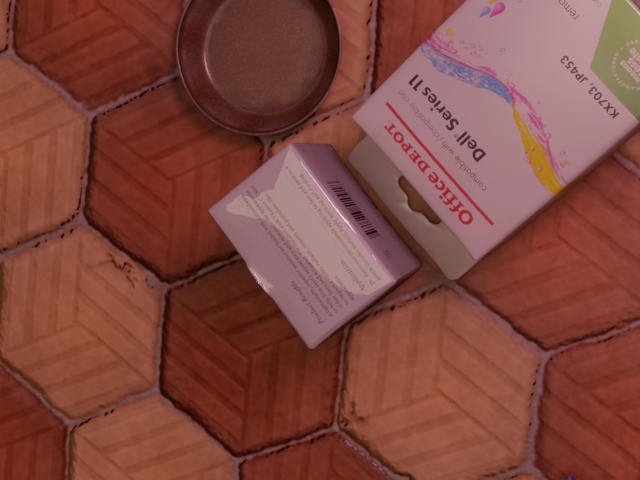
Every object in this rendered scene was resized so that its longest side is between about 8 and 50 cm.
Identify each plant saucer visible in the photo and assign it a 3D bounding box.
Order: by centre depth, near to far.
[{"bbox_3d":[-0.067,-0.219,1.255,0.198,0.036,0.198,2,95,16],"label":"plant saucer"}]

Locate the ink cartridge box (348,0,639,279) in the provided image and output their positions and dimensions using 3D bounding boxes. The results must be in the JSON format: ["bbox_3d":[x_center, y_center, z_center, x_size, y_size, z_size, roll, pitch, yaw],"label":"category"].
[{"bbox_3d":[0.183,-0.126,1.126,0.353,0.119,0.207,-44,81,24],"label":"ink cartridge box"}]

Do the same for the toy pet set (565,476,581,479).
[{"bbox_3d":[0.272,0.324,1.198,0.122,0.065,0.114,35,103,9],"label":"toy pet set"}]

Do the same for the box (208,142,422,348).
[{"bbox_3d":[0.000,0.000,1.182,0.119,0.182,0.181,-38,85,14],"label":"box"}]
